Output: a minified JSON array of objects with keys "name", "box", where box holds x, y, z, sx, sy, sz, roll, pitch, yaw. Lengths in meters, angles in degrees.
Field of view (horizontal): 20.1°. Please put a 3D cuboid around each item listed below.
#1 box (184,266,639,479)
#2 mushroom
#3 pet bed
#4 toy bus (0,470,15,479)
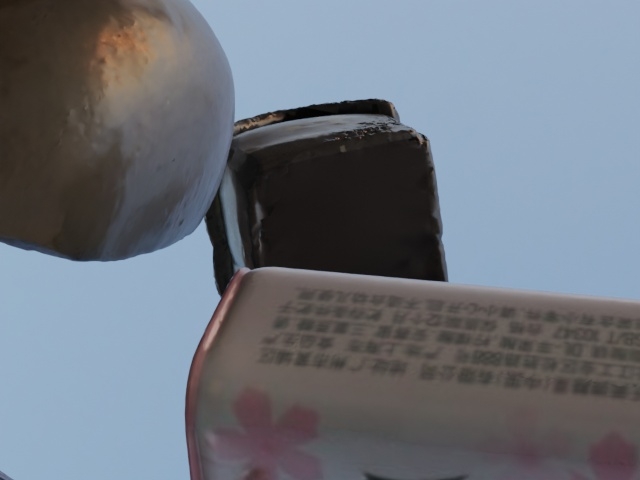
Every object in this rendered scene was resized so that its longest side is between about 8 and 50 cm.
[{"name":"box","box":[0.142,0.117,0.685,0.370,0.190,0.112,5,-146,11]},{"name":"mushroom","box":[-0.104,-0.063,0.766,0.141,0.188,0.117,44,-70,14]},{"name":"pet bed","box":[0.000,0.000,1.505,0.183,0.210,0.159,-13,-163,-13]},{"name":"toy bus","box":[-0.332,0.292,1.382,0.138,0.175,0.287,-25,-142,59]}]
